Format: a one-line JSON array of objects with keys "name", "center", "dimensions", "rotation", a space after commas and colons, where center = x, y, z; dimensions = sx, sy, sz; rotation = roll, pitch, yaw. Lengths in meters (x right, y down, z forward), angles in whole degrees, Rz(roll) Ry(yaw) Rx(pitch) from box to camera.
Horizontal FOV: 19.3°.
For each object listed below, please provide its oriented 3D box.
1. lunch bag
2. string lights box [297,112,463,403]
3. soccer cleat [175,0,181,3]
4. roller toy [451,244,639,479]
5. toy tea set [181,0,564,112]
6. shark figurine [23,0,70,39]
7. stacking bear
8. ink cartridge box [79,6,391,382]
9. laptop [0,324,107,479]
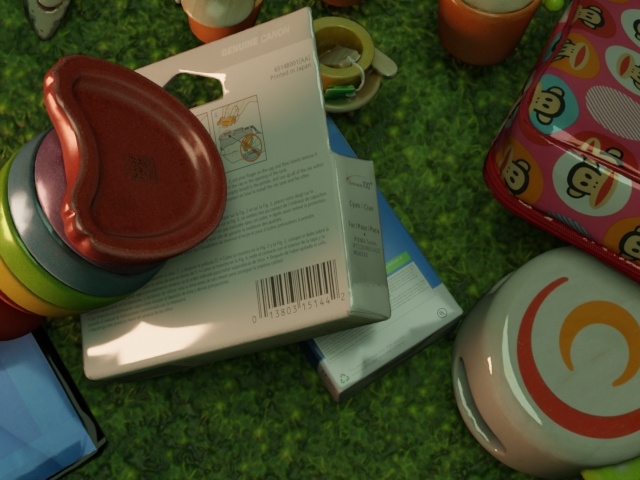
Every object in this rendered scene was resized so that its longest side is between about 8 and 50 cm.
[{"name": "lunch bag", "center": [0.297, -0.089, 1.628], "dimensions": [0.258, 0.120, 0.293], "rotation": [28, 40, 4]}, {"name": "string lights box", "center": [0.000, 0.000, 1.687], "dimensions": [0.133, 0.077, 0.260], "rotation": [-32, 79, -8]}, {"name": "soccer cleat", "center": [-0.103, -0.250, 1.770], "dimensions": [0.035, 0.029, 0.083], "rotation": [40, 75, 12]}, {"name": "roller toy", "center": [0.217, 0.106, 1.631], "dimensions": [0.191, 0.146, 0.209], "rotation": [23, 73, -6]}, {"name": "toy tea set", "center": [0.044, -0.232, 1.673], "dimensions": [0.336, 0.124, 0.200], "rotation": [-20, 62, -19]}, {"name": "shark figurine", "center": [-0.180, -0.328, 1.756], "dimensions": [0.278, 0.116, 0.166], "rotation": [-28, 112, 1]}, {"name": "stacking bear", "center": [-0.225, -0.005, 1.577], "dimensions": [0.164, 0.289, 0.175], "rotation": [9, 60, -40]}, {"name": "ink cartridge box", "center": [-0.089, -0.031, 1.615], "dimensions": [0.296, 0.066, 0.261], "rotation": [-15, 76, 34]}, {"name": "laptop", "center": [-0.356, 0.138, 1.618], "dimensions": [0.136, 0.264, 0.234], "rotation": [-38, 77, 28]}]
